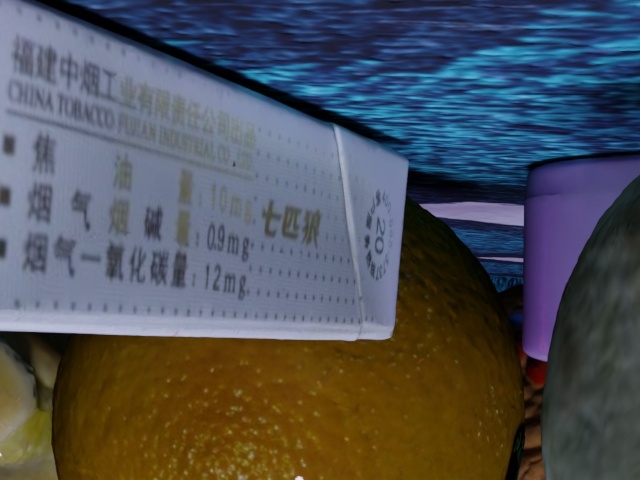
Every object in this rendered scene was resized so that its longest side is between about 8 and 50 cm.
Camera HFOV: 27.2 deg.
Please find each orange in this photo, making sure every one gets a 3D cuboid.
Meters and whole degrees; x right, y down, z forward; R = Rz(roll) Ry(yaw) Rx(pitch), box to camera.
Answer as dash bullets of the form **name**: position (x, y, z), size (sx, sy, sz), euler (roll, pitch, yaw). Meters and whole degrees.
- **orange**: position (-0.017, 0.095, 0.754), size (0.274, 0.274, 0.274), euler (4, 178, 0)

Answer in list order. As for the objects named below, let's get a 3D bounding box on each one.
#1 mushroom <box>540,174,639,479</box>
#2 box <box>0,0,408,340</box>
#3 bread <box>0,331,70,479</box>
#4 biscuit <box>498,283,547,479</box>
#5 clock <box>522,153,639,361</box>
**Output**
- **mushroom**: position (0.175, 0.044, 0.353), size (0.267, 0.190, 0.164), euler (5, 164, 30)
- **box**: position (-0.119, -0.014, 0.496), size (0.210, 0.095, 0.330), euler (3, 176, 23)
- **bread**: position (-0.294, 0.093, 0.914), size (0.315, 0.211, 0.270), euler (41, -178, 0)
- **biscuit**: position (0.132, 0.097, 0.833), size (0.043, 0.280, 0.183), euler (37, 170, -25)
- **clock**: position (0.271, 0.023, 0.664), size (0.338, 0.102, 0.338), euler (4, 178, 0)
